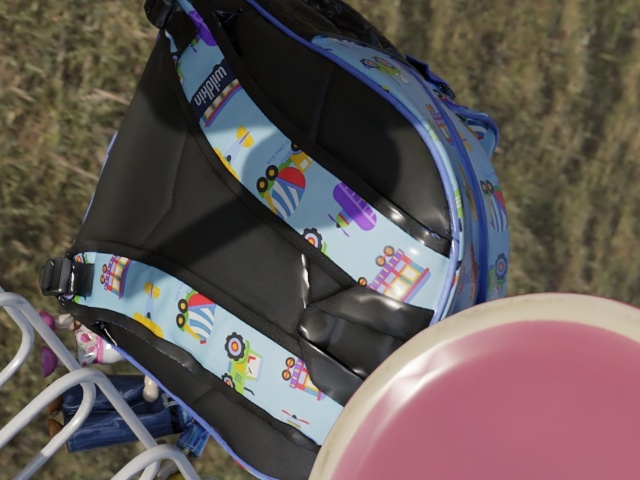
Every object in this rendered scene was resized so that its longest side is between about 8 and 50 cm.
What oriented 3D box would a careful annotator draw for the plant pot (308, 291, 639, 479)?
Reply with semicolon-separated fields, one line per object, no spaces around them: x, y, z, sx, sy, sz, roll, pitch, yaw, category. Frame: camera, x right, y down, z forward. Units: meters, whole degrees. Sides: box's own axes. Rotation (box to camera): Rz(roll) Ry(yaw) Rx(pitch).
0.091;0.105;0.414;0.201;0.201;0.180;-61;143;-8;plant pot

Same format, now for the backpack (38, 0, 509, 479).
0.000;0.000;0.516;0.117;0.173;0.158;7;113;-46;backpack

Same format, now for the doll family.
-0.127;0.158;1.100;0.118;0.163;0.263;106;-20;-72;doll family

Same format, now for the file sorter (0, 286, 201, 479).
-0.208;0.119;0.807;0.173;0.277;0.193;-44;154;-14;file sorter

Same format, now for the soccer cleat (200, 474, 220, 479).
-0.032;0.254;1.131;0.076;0.196;0.068;-44;149;3;soccer cleat

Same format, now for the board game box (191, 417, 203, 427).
0.004;0.098;0.807;0.194;0.194;0.060;23;80;-16;board game box
